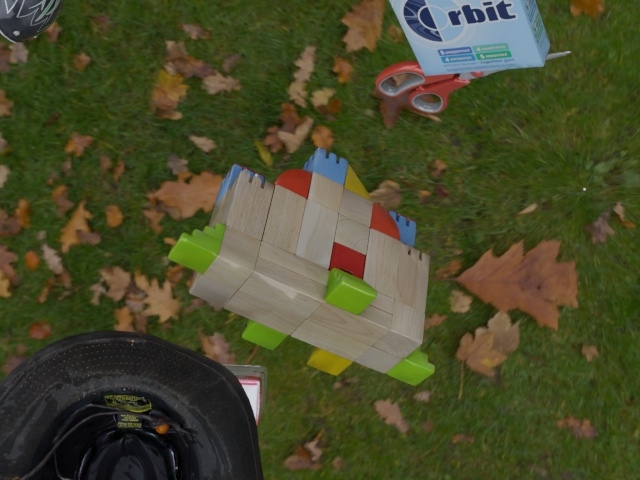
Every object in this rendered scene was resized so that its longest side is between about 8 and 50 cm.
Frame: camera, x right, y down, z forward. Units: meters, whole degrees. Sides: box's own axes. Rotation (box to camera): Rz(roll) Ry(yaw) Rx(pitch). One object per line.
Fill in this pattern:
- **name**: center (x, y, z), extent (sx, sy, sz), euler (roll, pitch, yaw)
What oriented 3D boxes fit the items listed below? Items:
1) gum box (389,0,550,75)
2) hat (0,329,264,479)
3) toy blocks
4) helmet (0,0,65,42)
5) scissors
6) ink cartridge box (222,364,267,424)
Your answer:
- **gum box**: center (0.165, -0.275, 1.051), extent (0.157, 0.184, 0.041), euler (2, 55, 34)
- **hat**: center (-0.211, 0.267, 0.937), extent (0.331, 0.134, 0.331), euler (5, 59, -8)
- **toy blocks**: center (0.000, 0.000, 1.217), extent (0.381, 0.261, 0.191), euler (24, 139, -16)
- **helmet**: center (-0.449, -0.377, 1.315), extent (0.161, 0.169, 0.169), euler (18, 98, 19)
- **scissors**: center (0.181, -0.220, 1.169), extent (0.109, 0.297, 0.021), euler (29, 71, -23)
- **ink cartridge box**: center (-0.188, 0.293, 1.741), extent (0.158, 0.218, 0.092), euler (2, 90, 1)
